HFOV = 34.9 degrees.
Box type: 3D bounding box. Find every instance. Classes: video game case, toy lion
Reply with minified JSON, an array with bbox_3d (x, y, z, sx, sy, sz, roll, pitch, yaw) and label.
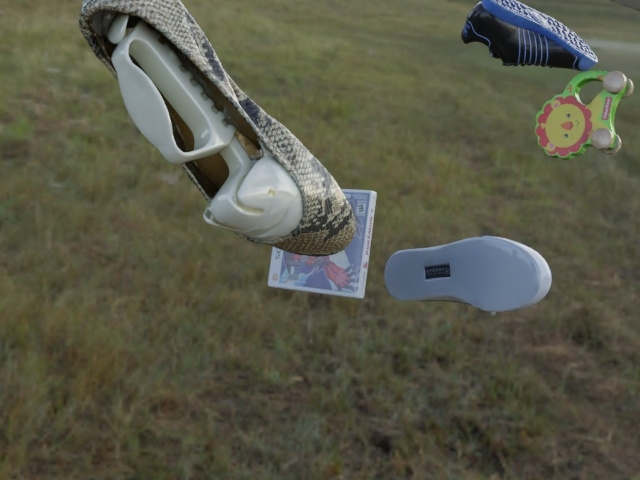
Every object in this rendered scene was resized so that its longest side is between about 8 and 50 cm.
[{"bbox_3d":[0.000,0.000,1.771,0.201,0.184,0.023,5,-3,36],"label":"video game case"},{"bbox_3d":[0.283,-0.137,1.113,0.096,0.100,0.034,13,1,36],"label":"toy lion"}]

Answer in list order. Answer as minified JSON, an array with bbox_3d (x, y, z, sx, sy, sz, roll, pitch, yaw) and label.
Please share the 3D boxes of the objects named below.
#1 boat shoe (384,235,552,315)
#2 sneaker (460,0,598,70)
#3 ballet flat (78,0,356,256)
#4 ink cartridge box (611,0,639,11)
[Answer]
[{"bbox_3d":[0.292,0.068,1.831,0.156,0.136,0.367,2,-6,-39],"label":"boat shoe"},{"bbox_3d":[0.336,-0.318,1.648,0.232,0.090,0.081,23,35,-19],"label":"sneaker"},{"bbox_3d":[-0.143,-0.128,1.318,0.164,0.483,0.182,-32,17,27],"label":"ballet flat"},{"bbox_3d":[0.384,-0.425,1.156,0.197,0.270,0.198,34,1,38],"label":"ink cartridge box"}]
